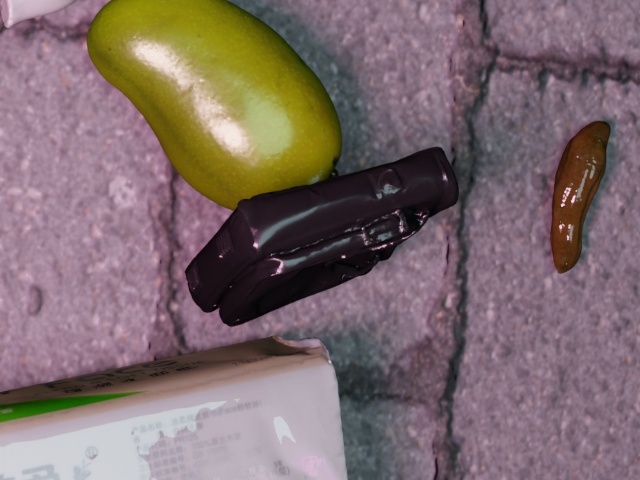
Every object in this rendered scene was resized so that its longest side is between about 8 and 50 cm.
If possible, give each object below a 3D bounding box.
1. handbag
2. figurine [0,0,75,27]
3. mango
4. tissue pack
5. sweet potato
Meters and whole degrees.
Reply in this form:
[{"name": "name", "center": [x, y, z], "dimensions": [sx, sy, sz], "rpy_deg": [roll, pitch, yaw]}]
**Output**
[{"name": "handbag", "center": [0.000, 0.000, 1.715], "dimensions": [0.244, 0.275, 0.088], "rpy_deg": [-18, 78, -20]}, {"name": "figurine", "center": [-0.327, -0.287, 1.641], "dimensions": [0.263, 0.142, 0.189], "rpy_deg": [-6, 64, -20]}, {"name": "mango", "center": [-0.103, -0.146, 1.741], "dimensions": [0.293, 0.143, 0.175], "rpy_deg": [41, 88, -8]}, {"name": "tissue pack", "center": [-0.181, 0.289, 1.697], "dimensions": [0.405, 0.205, 0.332], "rpy_deg": [-10, 97, -20]}, {"name": "sweet potato", "center": [0.288, -0.052, 1.946], "dimensions": [0.053, 0.054, 0.182], "rpy_deg": [15, 90, -13]}]
